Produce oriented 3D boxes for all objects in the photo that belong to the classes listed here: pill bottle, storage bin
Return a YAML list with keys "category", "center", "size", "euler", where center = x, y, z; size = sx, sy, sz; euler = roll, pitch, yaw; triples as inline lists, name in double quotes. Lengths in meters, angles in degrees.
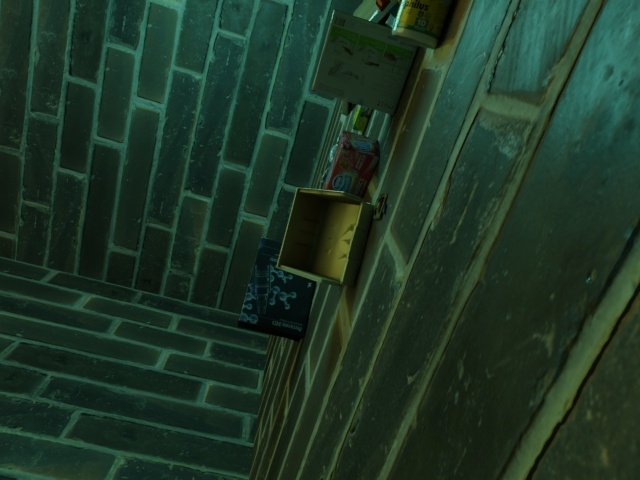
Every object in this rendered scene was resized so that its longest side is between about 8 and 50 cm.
- category: "pill bottle"
  center: [0.255, -0.577, 1.131]
  size: [0.117, 0.118, 0.208]
  euler: [-95, 22, -70]
- category: "storage bin"
  center: [0.013, -0.011, 1.442]
  size: [0.260, 0.123, 0.262]
  euler: [13, 88, 54]

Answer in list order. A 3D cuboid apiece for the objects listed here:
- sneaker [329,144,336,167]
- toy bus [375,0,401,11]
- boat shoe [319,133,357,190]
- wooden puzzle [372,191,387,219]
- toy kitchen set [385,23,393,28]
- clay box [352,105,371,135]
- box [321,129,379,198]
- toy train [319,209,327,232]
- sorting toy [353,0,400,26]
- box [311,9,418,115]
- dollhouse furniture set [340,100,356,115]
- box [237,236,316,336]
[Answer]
- category: "sneaker"
  center: [0.066, -0.282, 2.034]
  size: [0.153, 0.101, 0.268]
  euler: [119, 162, -53]
- category: "toy bus"
  center: [0.266, -0.674, 1.295]
  size: [0.104, 0.191, 0.202]
  euler: [-9, -55, -49]
- category: "boat shoe"
  center: [0.084, -0.244, 1.833]
  size: [0.130, 0.132, 0.355]
  euler: [97, -167, -66]
- category: "wooden puzzle"
  center: [0.158, -0.092, 1.290]
  size: [0.116, 0.014, 0.078]
  euler: [143, 141, -78]
- category: "toy kitchen set"
  center: [0.217, -0.679, 1.795]
  size: [0.207, 0.122, 0.166]
  euler: [-55, 6, -4]
- category: "clay box"
  center: [0.176, -0.537, 1.924]
  size: [0.127, 0.053, 0.222]
  euler: [-85, 13, -56]
- category: "box"
  center: [0.093, -0.219, 1.600]
  size: [0.122, 0.128, 0.256]
  euler: [-83, 11, -49]
- category: "toy train"
  center: [0.054, -0.028, 1.588]
  size: [0.080, 0.105, 0.184]
  euler: [11, -90, -69]
- category: "sorting toy"
  center: [0.227, -0.791, 1.613]
  size: [0.257, 0.089, 0.255]
  euler: [-38, 31, 35]
- category: "box"
  center: [0.130, -0.527, 1.425]
  size: [0.126, 0.262, 0.231]
  euler: [-88, 13, -63]
- category: "dollhouse furniture set"
  center: [0.192, -0.692, 2.082]
  size: [0.197, 0.151, 0.301]
  euler: [-56, -21, -29]
- category: "box"
  center: [-0.188, 0.226, 2.186]
  size: [0.212, 0.294, 0.395]
  euler: [123, 160, -70]
